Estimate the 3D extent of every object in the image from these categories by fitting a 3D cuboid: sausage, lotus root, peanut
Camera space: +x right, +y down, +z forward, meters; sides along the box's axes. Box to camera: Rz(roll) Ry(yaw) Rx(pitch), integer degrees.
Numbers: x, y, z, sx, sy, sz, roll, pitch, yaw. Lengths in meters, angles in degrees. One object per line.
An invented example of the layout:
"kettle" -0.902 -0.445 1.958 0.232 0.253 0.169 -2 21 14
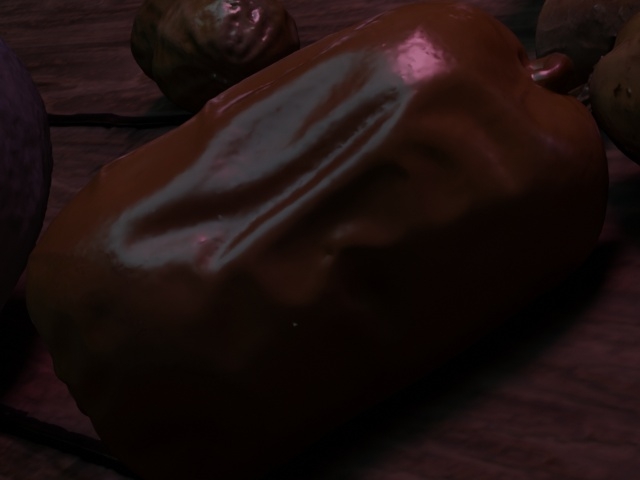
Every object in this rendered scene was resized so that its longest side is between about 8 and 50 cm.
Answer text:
"sausage" 0.000 0.000 0.768 0.241 0.136 0.120 -28 15 2
"lotus root" 0.145 -0.056 0.750 0.063 0.072 0.152 -21 16 -28
"peanut" -0.070 -0.123 1.204 0.089 0.089 0.193 -36 17 -6

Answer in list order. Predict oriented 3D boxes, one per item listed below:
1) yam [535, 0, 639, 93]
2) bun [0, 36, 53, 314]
"yam" 0.195 -0.092 0.774 0.066 0.066 0.299 -45 22 -26
"bun" -0.294 0.019 1.035 0.362 0.211 0.362 -26 21 11
